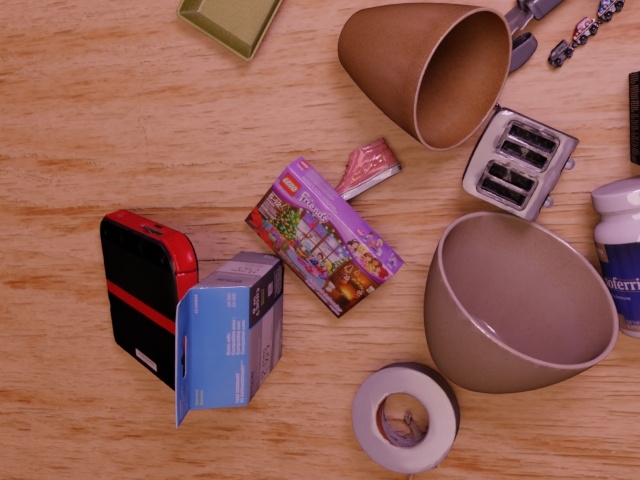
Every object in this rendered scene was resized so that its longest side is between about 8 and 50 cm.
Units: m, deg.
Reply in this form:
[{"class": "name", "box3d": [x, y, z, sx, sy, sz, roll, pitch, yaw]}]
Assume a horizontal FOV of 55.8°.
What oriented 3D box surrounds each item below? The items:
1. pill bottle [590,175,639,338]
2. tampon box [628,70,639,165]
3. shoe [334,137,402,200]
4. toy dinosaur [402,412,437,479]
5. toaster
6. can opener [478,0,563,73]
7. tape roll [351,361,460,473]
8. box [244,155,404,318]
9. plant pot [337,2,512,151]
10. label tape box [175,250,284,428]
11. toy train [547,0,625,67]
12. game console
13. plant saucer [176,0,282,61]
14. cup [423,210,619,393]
[{"class": "pill bottle", "box3d": [0.572, 0.026, 1.061, 0.153, 0.153, 0.264, -16, 98, 19]}, {"class": "tampon box", "box3d": [0.597, -0.212, 1.022, 0.120, 0.101, 0.161, -4, 102, 16]}, {"class": "shoe", "box3d": [0.069, -0.134, 1.215, 0.178, 0.063, 0.081, -28, 90, 17]}, {"class": "toy dinosaur", "box3d": [0.217, 0.466, 1.330, 0.093, 0.053, 0.183, 3, 97, 30]}, {"class": "toaster", "box3d": [0.355, -0.145, 1.103, 0.186, 0.110, 0.168, 27, 108, 8]}, {"class": "can opener", "box3d": [0.392, -0.405, 1.064, 0.283, 0.076, 0.095, -39, 123, 20]}, {"class": "tape roll", "box3d": [0.179, 0.369, 1.270, 0.219, 0.072, 0.219, -1, 89, 21]}, {"class": "box", "box3d": [0.000, 0.000, 1.227, 0.293, 0.057, 0.201, 46, 134, 1]}, {"class": "plant pot", "box3d": [0.154, -0.313, 1.054, 0.254, 0.237, 0.237, 36, 113, 37]}, {"class": "label tape box", "box3d": [-0.169, 0.185, 1.202, 0.115, 0.347, 0.249, 6, 104, 10]}, {"class": "toy train", "box3d": [0.466, -0.371, 1.063, 0.158, 0.027, 0.036, -44, 78, 21]}, {"class": "game console", "box3d": [-0.366, 0.124, 1.301, 0.386, 0.060, 0.342, 17, 116, 48]}, {"class": "plant saucer", "box3d": [-0.166, -0.484, 1.202, 0.188, 0.045, 0.188, 34, 109, 5]}, {"class": "cup", "box3d": [0.321, 0.145, 1.103, 0.331, 0.331, 0.237, 30, 136, 7]}]
